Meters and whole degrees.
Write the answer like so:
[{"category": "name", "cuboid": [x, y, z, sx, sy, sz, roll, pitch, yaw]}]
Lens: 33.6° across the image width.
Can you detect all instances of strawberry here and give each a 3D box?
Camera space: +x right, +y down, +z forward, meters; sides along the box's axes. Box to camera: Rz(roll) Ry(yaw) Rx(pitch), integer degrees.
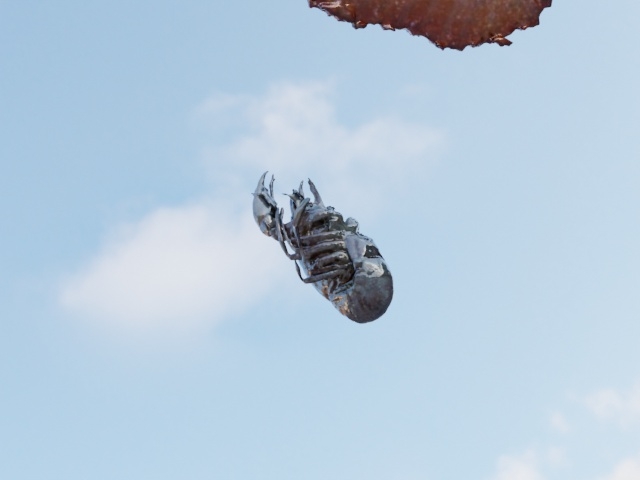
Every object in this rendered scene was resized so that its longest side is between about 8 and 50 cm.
[{"category": "strawberry", "cuboid": [0.086, -0.238, 0.881, 0.236, 0.175, 0.107, 9, -4, -19]}]

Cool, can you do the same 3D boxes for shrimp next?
[{"category": "shrimp", "cuboid": [-0.004, -0.002, 0.393, 0.038, 0.092, 0.029, 22, -75, -30]}]
